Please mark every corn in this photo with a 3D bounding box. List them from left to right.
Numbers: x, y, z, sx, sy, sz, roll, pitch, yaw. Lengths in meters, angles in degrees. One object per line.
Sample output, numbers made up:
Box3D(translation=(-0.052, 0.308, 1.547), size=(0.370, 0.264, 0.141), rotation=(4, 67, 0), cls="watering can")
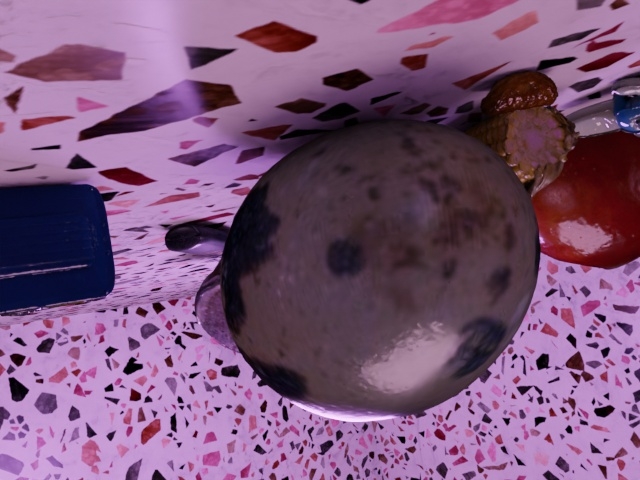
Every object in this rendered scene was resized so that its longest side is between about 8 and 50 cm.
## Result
Box3D(translation=(0.213, -0.090, 0.864), size=(0.123, 0.122, 0.305), rotation=(-34, -178, -28), cls="corn")

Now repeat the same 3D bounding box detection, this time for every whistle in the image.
Box3D(translation=(0.426, -0.175, 0.780), size=(0.235, 0.077, 0.114), rotation=(-10, 147, 41), cls="whistle")

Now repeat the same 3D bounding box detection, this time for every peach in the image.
Box3D(translation=(0.420, -0.100, 1.041), size=(0.338, 0.281, 0.281), rotation=(25, 164, -11), cls="peach")

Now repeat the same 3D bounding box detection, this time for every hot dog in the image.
Box3D(translation=(0.216, -0.160, 0.678), size=(0.083, 0.035, 0.058), rotation=(-11, 173, -7), cls="hot dog")

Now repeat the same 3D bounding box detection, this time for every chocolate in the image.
Box3D(translation=(-0.164, 0.137, 1.641), size=(0.303, 0.303, 0.213), rotation=(-14, -143, 22), cls="chocolate")

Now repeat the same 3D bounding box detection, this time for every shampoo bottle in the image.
Box3D(translation=(-0.225, 0.003, 1.225), size=(0.087, 0.049, 0.233), rotation=(-11, 174, 10), cls="shampoo bottle")

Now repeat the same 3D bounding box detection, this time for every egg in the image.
Box3D(translation=(0.064, 0.037, 0.734), size=(0.344, 0.345, 0.428), rotation=(-8, 171, -31), cls="egg")

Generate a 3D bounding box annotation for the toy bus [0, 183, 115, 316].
Box3D(translation=(-0.403, 0.026, 0.715), size=(0.287, 0.138, 0.175), rotation=(-7, 173, -31), cls="toy bus")
